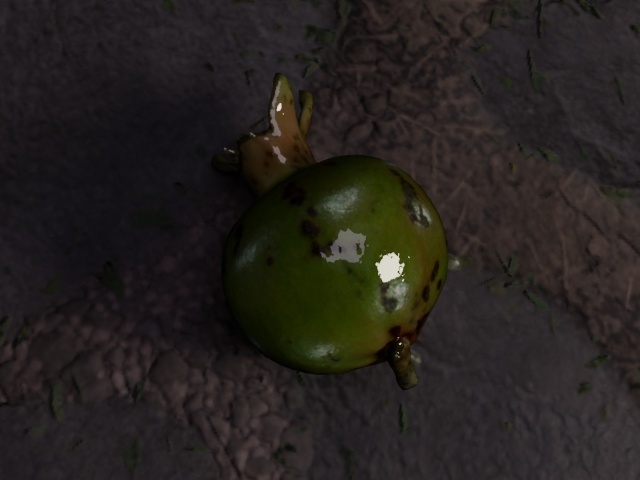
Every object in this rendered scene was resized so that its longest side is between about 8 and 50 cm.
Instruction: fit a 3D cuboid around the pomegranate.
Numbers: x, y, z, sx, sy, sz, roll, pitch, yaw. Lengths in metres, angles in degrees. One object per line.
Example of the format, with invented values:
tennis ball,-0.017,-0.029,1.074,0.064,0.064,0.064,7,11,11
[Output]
pomegranate,0.001,-0.004,0.867,0.156,0.156,0.220,-11,46,-12
